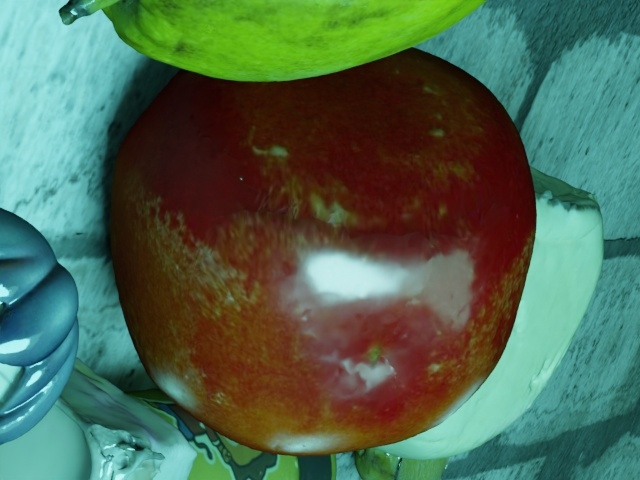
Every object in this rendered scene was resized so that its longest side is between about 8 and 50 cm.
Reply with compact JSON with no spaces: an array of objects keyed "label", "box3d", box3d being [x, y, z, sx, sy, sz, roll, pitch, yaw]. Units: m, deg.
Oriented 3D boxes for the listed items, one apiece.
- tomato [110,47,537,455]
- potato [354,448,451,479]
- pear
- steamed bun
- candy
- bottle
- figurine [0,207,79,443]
[{"label":"tomato","box3d":[0.000,0.000,1.226,0.325,0.290,0.293,5,119,-18]},{"label":"potato","box3d":[0.097,0.239,1.876,0.200,0.081,0.164,14,94,-65]},{"label":"pear","box3d":[-0.017,-0.240,1.060,0.375,0.287,0.287,-33,144,-17]},{"label":"steamed bun","box3d":[0.100,0.045,1.544,0.334,0.233,0.312,21,98,-54]},{"label":"candy","box3d":[-0.207,0.171,1.169,0.137,0.195,0.185,15,104,-60]},{"label":"bottle","box3d":[-0.108,0.208,1.399,0.351,0.171,0.171,2,112,-62]},{"label":"figurine","box3d":[-0.276,0.078,0.969,0.265,0.197,0.175,-18,134,-27]}]
